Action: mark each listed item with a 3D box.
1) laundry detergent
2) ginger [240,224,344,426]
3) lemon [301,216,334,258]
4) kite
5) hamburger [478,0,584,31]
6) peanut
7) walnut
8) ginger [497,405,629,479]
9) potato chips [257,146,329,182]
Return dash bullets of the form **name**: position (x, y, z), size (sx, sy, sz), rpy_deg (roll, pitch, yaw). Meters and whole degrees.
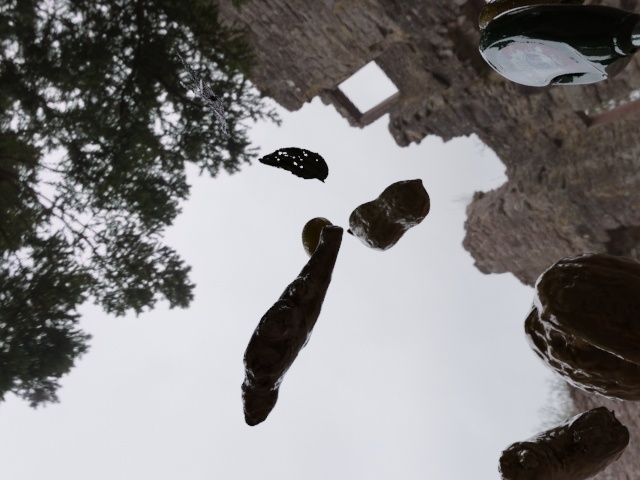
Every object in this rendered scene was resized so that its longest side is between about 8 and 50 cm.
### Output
- **laundry detergent**: position (0.297, -0.228, 0.590), size (0.137, 0.211, 0.063), rpy_deg (27, -87, -27)
- **ginger**: position (-0.049, 0.132, 0.811), size (0.080, 0.166, 0.333), rpy_deg (19, -127, 10)
- **lemon**: position (0.000, 0.000, 1.043), size (0.082, 0.082, 0.111), rpy_deg (23, -142, -33)
- **kite**: position (-0.285, -0.348, 1.198), size (0.012, 0.250, 0.229), rpy_deg (-38, -49, -14)
- **hamburger**: position (0.369, -0.384, 0.863), size (0.185, 0.177, 0.114), rpy_deg (-69, -25, -76)
- **peanut**: position (0.192, -0.057, 1.405), size (0.143, 0.291, 0.159), rpy_deg (5, -114, -36)
- **walnut**: position (0.475, 0.139, 0.815), size (0.257, 0.257, 0.225), rpy_deg (1, -71, -38)
- **ginger**: position (0.289, 0.275, 0.623), size (0.213, 0.137, 0.074), rpy_deg (-11, -138, -29)
- **potato chips**: position (-0.072, -0.228, 1.442), size (0.207, 0.028, 0.092), rpy_deg (17, -106, -5)
